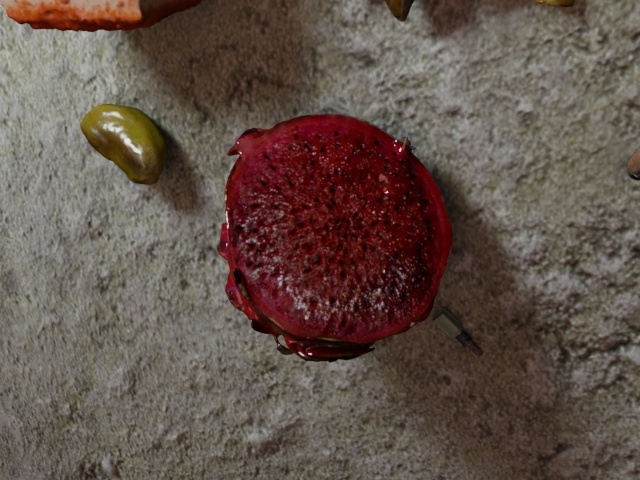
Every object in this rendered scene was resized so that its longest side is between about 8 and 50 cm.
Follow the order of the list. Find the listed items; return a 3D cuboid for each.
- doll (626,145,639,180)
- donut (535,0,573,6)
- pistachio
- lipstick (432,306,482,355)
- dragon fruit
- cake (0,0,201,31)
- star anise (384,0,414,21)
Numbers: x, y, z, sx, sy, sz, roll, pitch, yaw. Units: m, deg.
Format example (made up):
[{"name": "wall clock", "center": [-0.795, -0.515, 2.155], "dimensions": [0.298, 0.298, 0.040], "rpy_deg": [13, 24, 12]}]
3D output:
[{"name": "doll", "center": [0.544, -0.188, 1.117], "dimensions": [0.201, 0.156, 0.303], "rpy_deg": [13, 147, -28]}, {"name": "donut", "center": [0.316, -0.362, 1.177], "dimensions": [0.083, 0.067, 0.038], "rpy_deg": [42, 134, 38]}, {"name": "pistachio", "center": [-0.340, -0.178, 1.483], "dimensions": [0.189, 0.100, 0.110], "rpy_deg": [38, 97, 20]}, {"name": "lipstick", "center": [0.240, 0.162, 1.430], "dimensions": [0.107, 0.025, 0.025], "rpy_deg": [44, 121, -8]}, {"name": "dragon fruit", "center": [0.000, 0.000, 1.306], "dimensions": [0.386, 0.371, 0.249], "rpy_deg": [44, 156, 0]}, {"name": "cake", "center": [-0.323, -0.490, 1.243], "dimensions": [0.269, 0.269, 0.320], "rpy_deg": [8, 116, 18]}, {"name": "star anise", "center": [0.127, -0.471, 1.163], "dimensions": [0.315, 0.108, 0.316], "rpy_deg": [7, 108, 23]}]
